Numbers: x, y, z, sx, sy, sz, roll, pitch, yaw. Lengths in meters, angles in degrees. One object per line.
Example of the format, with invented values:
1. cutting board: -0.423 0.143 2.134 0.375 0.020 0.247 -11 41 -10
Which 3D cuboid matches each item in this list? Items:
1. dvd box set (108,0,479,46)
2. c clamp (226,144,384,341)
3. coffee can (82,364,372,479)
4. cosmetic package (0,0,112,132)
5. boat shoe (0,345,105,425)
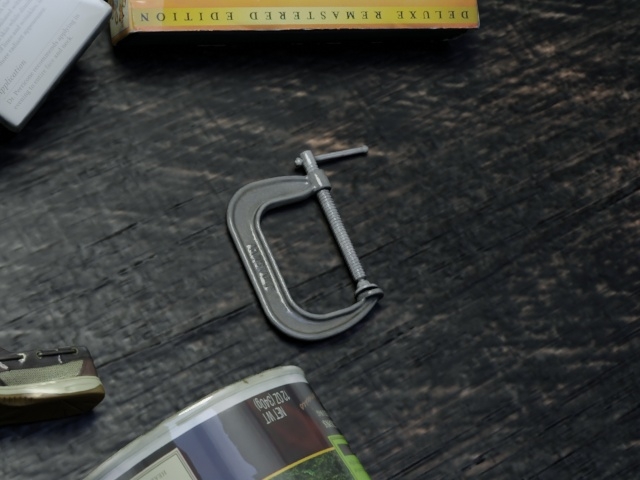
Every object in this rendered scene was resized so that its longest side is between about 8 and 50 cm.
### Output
1. dvd box set: -0.035 -0.368 1.515 0.307 0.062 0.420 -4 86 -23
2. c clamp: 0.000 0.000 1.442 0.137 0.022 0.161 -8 66 -24
3. coffee can: -0.022 0.248 1.192 0.201 0.201 0.275 -26 74 -30
4. cosmetic package: -0.277 -0.192 1.365 0.231 0.085 0.117 39 83 -8
5. boat shoe: -0.225 0.098 1.291 0.152 0.056 0.049 1 57 -31
